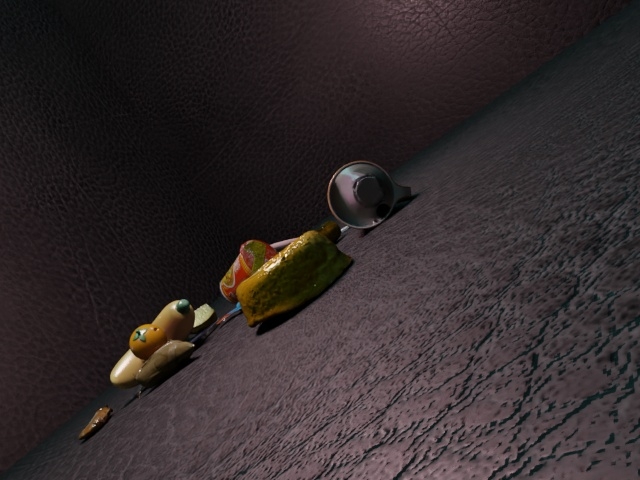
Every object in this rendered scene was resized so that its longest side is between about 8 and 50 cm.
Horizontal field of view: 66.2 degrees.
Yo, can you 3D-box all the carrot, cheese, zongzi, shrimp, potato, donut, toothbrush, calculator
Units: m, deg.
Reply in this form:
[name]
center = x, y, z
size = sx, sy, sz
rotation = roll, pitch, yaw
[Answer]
[carrot]
center = 0.000, 0.000, 1.604
size = 0.082, 0.082, 0.173
rotation = -34, 4, 37
[cheese]
center = -0.264, 0.221, 1.669
size = 0.256, 0.037, 0.106
rotation = -36, 3, 31
[zongzi]
center = -0.443, 0.356, 1.380
size = 0.189, 0.081, 0.178
rotation = -44, 12, -30
[shrimp]
center = -0.664, 0.534, 1.462
size = 0.091, 0.043, 0.184
rotation = -40, 5, 2
[potato]
center = -0.467, 0.335, 1.882
size = 0.149, 0.081, 0.120
rotation = -34, -39, -32
[donut]
center = -0.071, 0.081, 1.079
size = 0.277, 0.108, 0.277
rotation = -37, 4, 3
[toothbrush]
center = -0.066, -0.005, 1.888
size = 0.307, 0.025, 0.029
rotation = -15, 7, -16
[calculator]
center = -0.450, 0.365, 1.715
size = 0.161, 0.021, 0.262
rotation = -35, 5, 15

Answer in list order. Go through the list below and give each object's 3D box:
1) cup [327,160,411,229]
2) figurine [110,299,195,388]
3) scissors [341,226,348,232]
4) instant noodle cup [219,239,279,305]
[cup]
center = 0.139, -0.122, 1.405
size = 0.226, 0.183, 0.264
rotation = -3, 0, 4
[figurine]
center = -0.523, 0.324, 1.541
size = 0.324, 0.124, 0.222
rotation = -48, -7, -26
[scissors]
center = 0.088, -0.041, 1.780
size = 0.119, 0.014, 0.058
rotation = -33, 4, 10
[instant noodle cup]
center = -0.267, 0.131, 1.813
size = 0.212, 0.193, 0.193
rotation = -43, 0, 31
